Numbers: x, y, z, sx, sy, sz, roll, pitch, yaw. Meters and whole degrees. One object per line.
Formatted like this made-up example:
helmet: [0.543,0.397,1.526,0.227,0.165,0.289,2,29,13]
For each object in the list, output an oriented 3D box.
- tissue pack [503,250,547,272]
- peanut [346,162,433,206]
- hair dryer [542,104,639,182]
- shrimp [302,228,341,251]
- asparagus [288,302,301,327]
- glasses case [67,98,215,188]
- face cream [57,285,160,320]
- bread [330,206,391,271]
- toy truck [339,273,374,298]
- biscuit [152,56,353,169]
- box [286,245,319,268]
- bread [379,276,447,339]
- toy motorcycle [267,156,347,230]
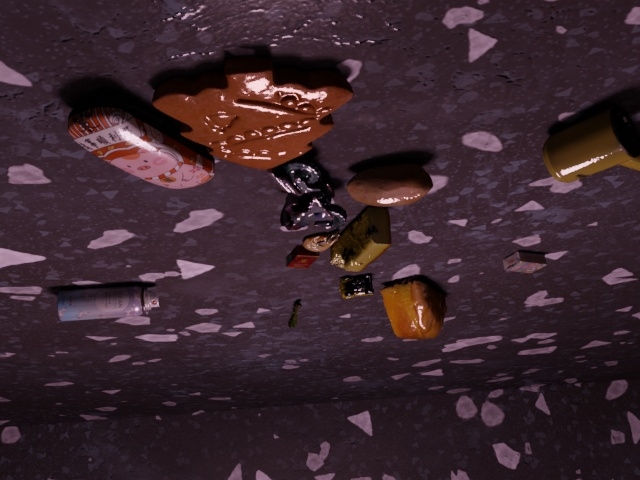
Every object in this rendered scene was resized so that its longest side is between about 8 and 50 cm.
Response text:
tissue pack: [0.487,0.053,1.978,0.083,0.035,0.063,5,157,-25]
peanut: [0.122,-0.097,1.460,0.152,0.076,0.076,-3,159,10]
hair dryer: [0.510,-0.144,1.425,0.279,0.090,0.135,7,156,-43]
shrimp: [0.000,0.000,1.754,0.059,0.023,0.108,16,151,-25]
asparagus: [-0.069,0.202,2.260,0.023,0.022,0.233,39,161,8]
glasses case: [-0.266,-0.142,1.263,0.103,0.067,0.267,-17,156,27]
face cream: [-0.494,0.145,1.945,0.230,0.075,0.075,-4,159,-4]
bread: [0.078,0.011,1.710,0.049,0.088,0.226,2,157,-22]
toy truck: [0.088,0.114,2.029,0.083,0.049,0.054,-7,160,1]
biscuit: [-0.093,-0.175,1.248,0.284,0.043,0.306,-5,159,0]
box: [-0.040,0.038,1.838,0.052,0.023,0.082,2,158,-20]
bread: [0.251,0.192,2.149,0.129,0.133,0.260,-12,158,21]
toy motorcycle: [-0.035,-0.081,1.468,0.123,0.082,0.213,-10,147,15]
